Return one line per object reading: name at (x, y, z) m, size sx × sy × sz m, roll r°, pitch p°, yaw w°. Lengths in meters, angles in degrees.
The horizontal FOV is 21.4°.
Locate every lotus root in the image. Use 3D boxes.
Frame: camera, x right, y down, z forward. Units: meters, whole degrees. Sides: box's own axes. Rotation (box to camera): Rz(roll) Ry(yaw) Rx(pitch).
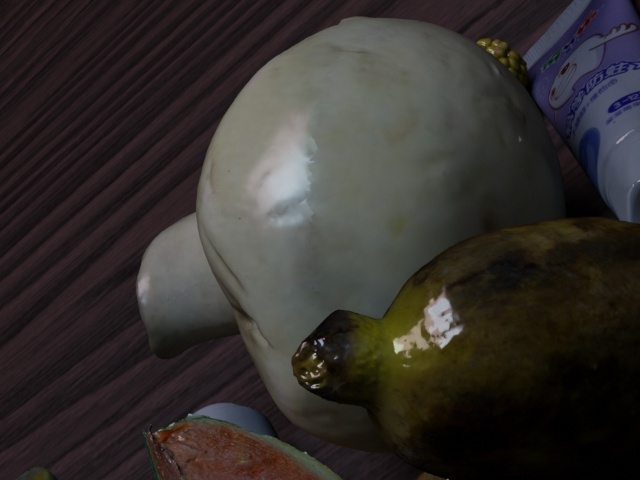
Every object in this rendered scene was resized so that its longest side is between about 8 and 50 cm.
lotus root at (0.130, 0.071, 1.024) m, size 0.169 × 0.314 × 0.141 m, roll 105°, pitch 149°, yaw -41°

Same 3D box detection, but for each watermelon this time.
watermelon at (-0.049, 0.242, 1.250) m, size 0.231 × 0.128 × 0.146 m, roll 47°, pitch 130°, yaw 50°

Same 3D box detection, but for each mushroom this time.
mushroom at (0.000, 0.000, 1.237) m, size 0.336 × 0.314 × 0.314 m, roll -11°, pitch 47°, yaw 39°

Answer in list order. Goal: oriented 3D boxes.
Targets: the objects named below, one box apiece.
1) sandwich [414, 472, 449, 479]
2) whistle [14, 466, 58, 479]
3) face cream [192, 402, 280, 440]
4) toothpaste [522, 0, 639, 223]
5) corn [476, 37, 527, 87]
sandwich at (0.111, 0.200, 1.058) m, size 0.088 × 0.090 × 0.244 m, roll -66°, pitch 23°, yaw 11°
whistle at (-0.259, 0.319, 1.517) m, size 0.068 × 0.057 × 0.326 m, roll -45°, pitch 28°, yaw 13°
face cream at (-0.070, 0.183, 1.359) m, size 0.091 × 0.091 × 0.095 m, roll -48°, pitch 37°, yaw 7°
toothpaste at (0.224, -0.103, 1.291) m, size 0.125 × 0.080 × 0.371 m, roll -50°, pitch 20°, yaw 19°
corn at (0.099, -0.060, 1.391) m, size 0.238 × 0.080 × 0.080 m, roll -61°, pitch 28°, yaw -6°
